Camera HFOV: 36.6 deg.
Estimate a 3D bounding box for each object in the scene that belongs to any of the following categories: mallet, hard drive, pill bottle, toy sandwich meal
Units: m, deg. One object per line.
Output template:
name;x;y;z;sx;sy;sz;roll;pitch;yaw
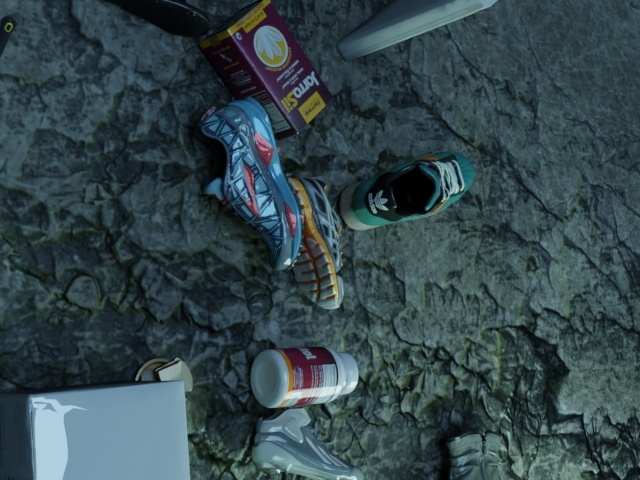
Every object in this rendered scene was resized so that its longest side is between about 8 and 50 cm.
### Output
mallet;-0.430;-0.206;1.204;0.062;0.039;0.189;26;63;-37
hard drive;0.191;-0.387;1.560;0.203;0.307;0.040;-44;111;-35
pill bottle;-0.021;0.201;1.440;0.152;0.086;0.086;2;82;-40
toy sandwich meal;-0.213;0.198;1.319;0.086;0.029;0.085;7;79;-38

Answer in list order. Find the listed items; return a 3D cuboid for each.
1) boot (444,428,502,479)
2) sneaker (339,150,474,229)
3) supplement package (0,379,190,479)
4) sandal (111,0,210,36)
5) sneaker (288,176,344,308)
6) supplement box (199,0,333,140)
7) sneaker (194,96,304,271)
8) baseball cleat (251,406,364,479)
boot;0.226;0.406;1.628;0.246;0.083;0.161;1;76;-45
sneaker;0.177;-0.087;1.624;0.302;0.121;0.108;-23;98;-39
supplement package;-0.278;0.307;1.174;0.204;0.145;0.261;0;84;-39
sandal;-0.231;-0.341;1.369;0.179;0.067;0.040;20;59;-33
sneaker;0.000;0.000;1.493;0.083;0.084;0.214;-18;94;-45
supplement box;-0.080;-0.256;1.466;0.104;0.081;0.188;-49;114;-34
sneaker;-0.113;-0.071;1.418;0.125;0.104;0.261;-19;91;-22
baseball cleat;-0.010;0.308;1.443;0.206;0.072;0.109;24;62;-38
